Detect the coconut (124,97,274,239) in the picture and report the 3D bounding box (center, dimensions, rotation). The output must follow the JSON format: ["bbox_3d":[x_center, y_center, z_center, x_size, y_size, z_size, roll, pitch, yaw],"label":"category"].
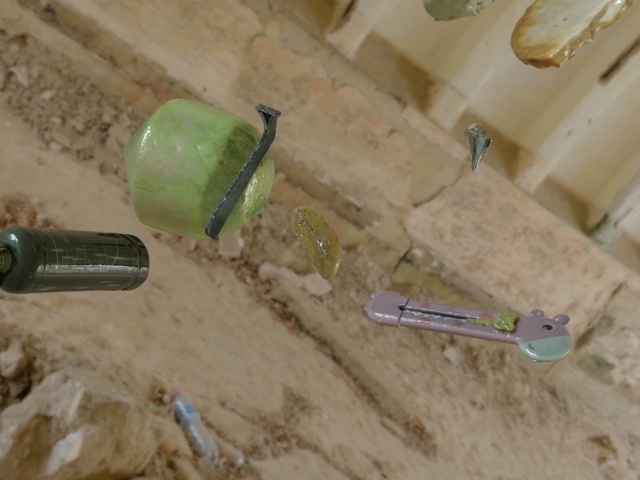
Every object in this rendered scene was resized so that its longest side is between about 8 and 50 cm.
[{"bbox_3d":[-0.270,-0.156,1.596,0.328,0.328,0.281,43,-28,25],"label":"coconut"}]

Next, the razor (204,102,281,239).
[{"bbox_3d":[-0.101,-0.087,0.994,0.033,0.190,0.066,25,4,-35],"label":"razor"}]

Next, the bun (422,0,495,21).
[{"bbox_3d":[0.380,-0.674,1.891,0.179,0.283,0.283,24,13,5],"label":"bun"}]

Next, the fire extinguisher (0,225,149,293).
[{"bbox_3d":[-0.391,0.028,1.102,0.114,0.095,0.311,27,10,23],"label":"fire extinguisher"}]

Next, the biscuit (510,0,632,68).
[{"bbox_3d":[0.416,-0.379,1.189,0.040,0.309,0.204,48,-7,-25],"label":"biscuit"}]

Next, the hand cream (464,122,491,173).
[{"bbox_3d":[0.350,-0.213,1.656,0.052,0.075,0.248,-4,19,8],"label":"hand cream"}]

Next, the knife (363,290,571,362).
[{"bbox_3d":[0.267,0.150,1.415,0.398,0.038,0.132,6,37,25],"label":"knife"}]

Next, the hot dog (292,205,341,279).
[{"bbox_3d":[0.000,0.000,1.903,0.073,0.084,0.242,-13,41,-20],"label":"hot dog"}]
